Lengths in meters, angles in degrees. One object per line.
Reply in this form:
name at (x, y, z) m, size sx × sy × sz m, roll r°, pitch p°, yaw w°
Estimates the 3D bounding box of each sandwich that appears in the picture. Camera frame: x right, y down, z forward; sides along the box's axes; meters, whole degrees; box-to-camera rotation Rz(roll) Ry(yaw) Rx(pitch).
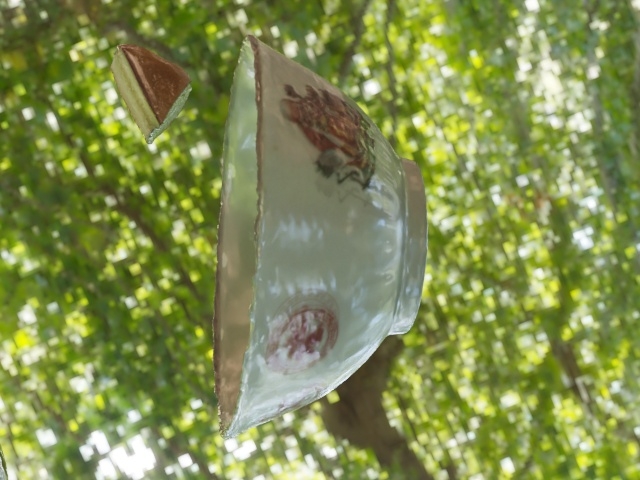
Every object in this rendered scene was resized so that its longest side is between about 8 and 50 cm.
sandwich at (-0.106, -0.098, 0.858) m, size 0.044 × 0.083 × 0.031 m, roll -9°, pitch 143°, yaw -29°

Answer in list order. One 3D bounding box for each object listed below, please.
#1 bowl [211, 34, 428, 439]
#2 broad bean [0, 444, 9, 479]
bowl at (0.000, 0.000, 1.100) m, size 0.158 × 0.337 × 0.337 m, roll 3°, pitch 179°, yaw -9°
broad bean at (-0.205, 0.125, 0.607) m, size 0.124 × 0.174 × 0.082 m, roll 13°, pitch 155°, yaw -32°
